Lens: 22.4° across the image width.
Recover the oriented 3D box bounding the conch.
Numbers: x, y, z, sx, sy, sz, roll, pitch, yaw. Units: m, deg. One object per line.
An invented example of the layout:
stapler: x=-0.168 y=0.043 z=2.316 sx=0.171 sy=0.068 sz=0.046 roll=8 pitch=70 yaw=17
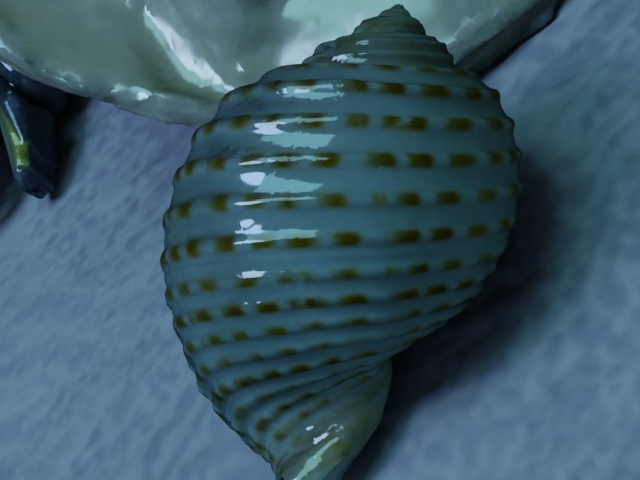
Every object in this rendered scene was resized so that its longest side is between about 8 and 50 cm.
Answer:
conch: x=-0.004 y=-0.005 z=0.544 sx=0.153 sy=0.102 sz=0.135 roll=-55 pitch=22 yaw=-6

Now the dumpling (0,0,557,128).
dumpling: x=0.000 y=-0.195 z=0.665 sx=0.395 sy=0.233 sz=0.315 roll=-29 pitch=71 yaw=5

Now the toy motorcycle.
toy motorcycle: x=-0.158 y=-0.097 z=0.807 sx=0.124 sy=0.061 sz=0.193 roll=-19 pitch=53 yaw=14
